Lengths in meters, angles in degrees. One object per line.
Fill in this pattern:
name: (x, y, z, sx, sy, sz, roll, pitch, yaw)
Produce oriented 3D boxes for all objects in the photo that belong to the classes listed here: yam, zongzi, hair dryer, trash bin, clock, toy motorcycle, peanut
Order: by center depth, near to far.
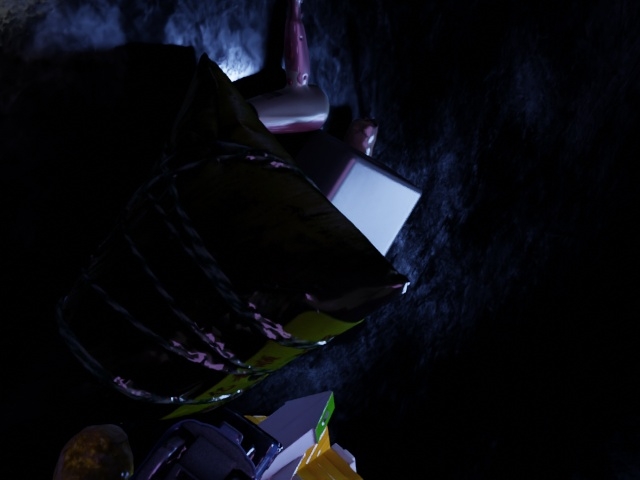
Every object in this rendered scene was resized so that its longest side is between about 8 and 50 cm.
zongzi: (-0.159, 0.068, 0.915, 0.362, 0.319, 0.383, -14, 144, -51)
toy motorcycle: (-0.180, 0.343, 1.002, 0.358, 0.125, 0.212, -53, 167, -10)
hair dryer: (-0.037, -0.195, 1.038, 0.106, 0.054, 0.154, -11, 113, -45)
peanut: (-0.267, 0.296, 1.058, 0.087, 0.087, 0.206, -3, 119, -53)
trash bin: (0.000, 0.000, 1.143, 0.177, 0.101, 0.236, 24, 102, -45)
yam: (0.029, -0.039, 1.239, 0.046, 0.046, 0.264, -16, 126, -48)
clock: (-0.085, 0.349, 1.278, 0.309, 0.166, 0.235, -32, 139, -25)
